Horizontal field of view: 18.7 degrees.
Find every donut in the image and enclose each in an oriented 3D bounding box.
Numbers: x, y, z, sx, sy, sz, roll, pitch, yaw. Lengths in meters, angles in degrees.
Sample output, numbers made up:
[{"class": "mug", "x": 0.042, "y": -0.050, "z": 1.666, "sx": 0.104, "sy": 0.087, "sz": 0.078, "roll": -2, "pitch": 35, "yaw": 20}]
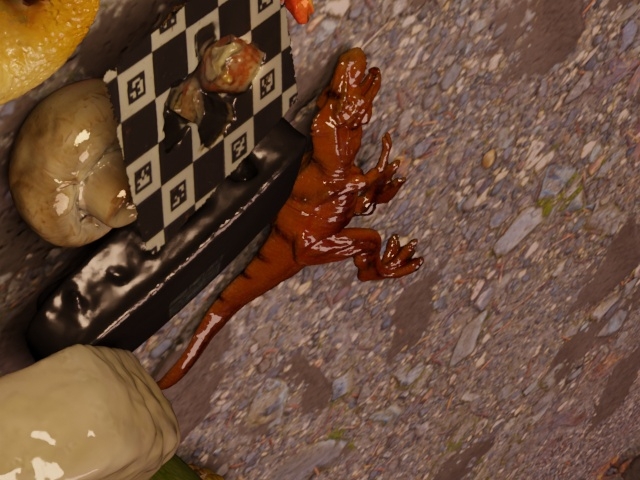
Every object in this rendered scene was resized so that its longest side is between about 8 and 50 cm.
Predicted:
[{"class": "donut", "x": -0.226, "y": -0.167, "z": 1.346, "sx": 0.174, "sy": 0.074, "sz": 0.190, "roll": -27, "pitch": 149, "yaw": -39}]

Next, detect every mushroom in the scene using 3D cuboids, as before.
[{"class": "mushroom", "x": -0.182, "y": -0.061, "z": 1.533, "sx": 0.148, "sy": 0.112, "sz": 0.148, "roll": -35, "pitch": 160, "yaw": -14}]

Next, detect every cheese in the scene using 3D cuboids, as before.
[{"class": "cheese", "x": -0.264, "y": 0.202, "z": 1.537, "sx": 0.326, "sy": 0.115, "sz": 0.318, "roll": -22, "pitch": 163, "yaw": -37}]

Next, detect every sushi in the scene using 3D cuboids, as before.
[{"class": "sushi", "x": -0.101, "y": -0.120, "z": 1.496, "sx": 0.210, "sy": 0.040, "sz": 0.192, "roll": -48, "pitch": 147, "yaw": -33}]

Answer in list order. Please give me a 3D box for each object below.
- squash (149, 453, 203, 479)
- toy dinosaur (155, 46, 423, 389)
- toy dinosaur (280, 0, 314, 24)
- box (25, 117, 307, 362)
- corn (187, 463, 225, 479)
[{"class": "squash", "x": -0.183, "y": 0.326, "z": 1.791, "sx": 0.263, "sy": 0.384, "sz": 0.263, "roll": -38, "pitch": 152, "yaw": -24}, {"class": "toy dinosaur", "x": 0.000, "y": 0.000, "z": 1.945, "sx": 0.208, "sy": 0.097, "sz": 0.432, "roll": 0, "pitch": 126, "yaw": -41}, {"class": "toy dinosaur", "x": -0.070, "y": -0.231, "z": 1.519, "sx": 0.117, "sy": 0.070, "sz": 0.288, "roll": -46, "pitch": 151, "yaw": -3}, {"class": "box", "x": -0.134, "y": 0.017, "z": 1.700, "sx": 0.290, "sy": 0.073, "sz": 0.289, "roll": -43, "pitch": 176, "yaw": -10}, {"class": "corn", "x": -0.122, "y": 0.326, "z": 2.223, "sx": 0.115, "sy": 0.115, "sz": 0.318, "roll": -48, "pitch": 156, "yaw": 0}]
